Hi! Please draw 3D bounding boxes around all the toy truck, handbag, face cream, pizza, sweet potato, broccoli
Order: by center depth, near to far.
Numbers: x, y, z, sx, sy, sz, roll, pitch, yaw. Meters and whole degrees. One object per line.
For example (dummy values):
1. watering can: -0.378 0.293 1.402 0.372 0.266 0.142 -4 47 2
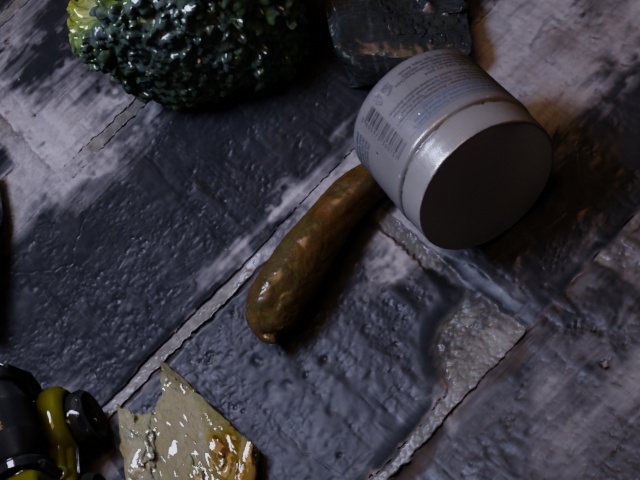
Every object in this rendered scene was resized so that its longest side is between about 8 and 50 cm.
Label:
1. face cream: 0.144 -0.102 1.704 0.177 0.177 0.153 -40 50 1
2. toy truck: -0.332 0.256 1.750 0.147 0.165 0.224 -26 54 11
3. pizza: -0.160 0.244 1.750 0.181 0.034 0.262 -29 52 10
4. sweet potato: 0.000 0.000 1.792 0.075 0.075 0.273 26 72 36
5. handbag: 0.093 -0.300 1.918 0.175 0.088 0.270 -15 56 10
6. broccoli: -0.156 -0.323 1.953 0.348 0.293 0.280 -44 43 50

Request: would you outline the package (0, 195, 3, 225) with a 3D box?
1. package: -0.490 0.045 2.029 0.194 0.071 0.269 -26 40 9
